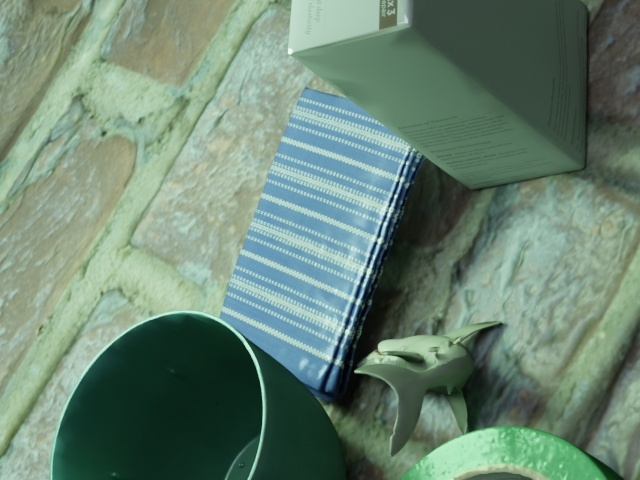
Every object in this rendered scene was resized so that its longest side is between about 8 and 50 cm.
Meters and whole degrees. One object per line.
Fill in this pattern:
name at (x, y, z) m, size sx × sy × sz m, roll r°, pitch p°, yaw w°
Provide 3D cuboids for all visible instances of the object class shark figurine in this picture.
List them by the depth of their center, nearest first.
shark figurine at (0.128, 0.159, 2.061) m, size 0.166 × 0.278 × 0.116 m, roll -13°, pitch 94°, yaw 1°

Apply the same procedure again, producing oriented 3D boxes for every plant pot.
plant pot at (-0.109, 0.252, 2.131) m, size 0.293 × 0.235 × 0.293 m, roll -18°, pitch 58°, yaw 31°

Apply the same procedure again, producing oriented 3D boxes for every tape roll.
tape roll at (0.185, 0.350, 1.965) m, size 0.321 × 0.077 × 0.321 m, roll -17°, pitch 59°, yaw 31°

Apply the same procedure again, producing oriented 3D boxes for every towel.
towel at (0.000, 0.000, 2.265) m, size 0.243 × 0.040 × 0.336 m, roll 20°, pitch 90°, yaw 50°

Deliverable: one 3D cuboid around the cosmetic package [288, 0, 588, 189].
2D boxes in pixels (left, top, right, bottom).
cosmetic package at (0.136, -0.226, 2.076) m, size 0.156 × 0.385 × 0.217 m, roll -11°, pitch 62°, yaw 33°
